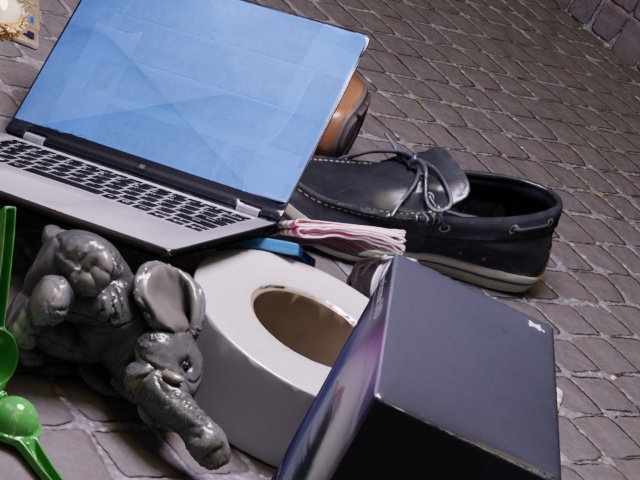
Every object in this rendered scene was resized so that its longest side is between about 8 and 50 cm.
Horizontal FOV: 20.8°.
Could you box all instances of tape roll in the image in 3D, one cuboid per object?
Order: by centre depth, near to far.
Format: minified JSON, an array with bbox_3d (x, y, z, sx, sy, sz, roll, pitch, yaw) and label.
[{"bbox_3d":[-0.028,0.130,1.880,0.286,0.100,0.286,23,24,-11],"label":"tape roll"}]

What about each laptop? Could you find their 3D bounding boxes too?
[{"bbox_3d":[-0.214,-0.165,1.976,0.382,0.236,0.408,18,14,21],"label":"laptop"}]

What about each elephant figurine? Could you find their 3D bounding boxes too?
[{"bbox_3d":[-0.186,0.102,1.734,0.239,0.186,0.169,32,-23,-17],"label":"elephant figurine"}]

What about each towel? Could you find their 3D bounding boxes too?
[{"bbox_3d":[0.000,0.000,2.068,0.144,0.029,0.197,7,-6,-22],"label":"towel"}]

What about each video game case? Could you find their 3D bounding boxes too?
[{"bbox_3d":[-0.074,0.010,2.047,0.119,0.015,0.166,9,-6,8],"label":"video game case"}]

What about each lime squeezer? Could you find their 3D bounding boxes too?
[{"bbox_3d":[-0.274,0.133,1.607,0.059,0.110,0.310,13,55,-61],"label":"lime squeezer"}]

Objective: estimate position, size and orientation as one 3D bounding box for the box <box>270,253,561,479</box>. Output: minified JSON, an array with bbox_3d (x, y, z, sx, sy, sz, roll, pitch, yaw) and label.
[{"bbox_3d":[0.069,0.216,1.565,0.182,0.294,0.296,26,23,-6],"label":"box"}]

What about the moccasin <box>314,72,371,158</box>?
[{"bbox_3d":[-0.013,-0.221,2.569,0.147,0.139,0.380,21,24,-14],"label":"moccasin"}]

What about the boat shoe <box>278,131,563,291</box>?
[{"bbox_3d":[0.121,-0.056,2.366,0.500,0.156,0.187,13,29,-29],"label":"boat shoe"}]

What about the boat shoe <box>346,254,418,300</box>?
[{"bbox_3d":[0.070,0.063,2.097,0.084,0.095,0.258,16,-7,7],"label":"boat shoe"}]

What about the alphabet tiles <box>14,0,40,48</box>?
[{"bbox_3d":[-0.552,-0.362,2.419,0.342,0.011,0.285,20,25,-20],"label":"alphabet tiles"}]

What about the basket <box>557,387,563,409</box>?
[{"bbox_3d":[0.175,0.196,1.961,0.167,0.113,0.103,28,27,-2],"label":"basket"}]

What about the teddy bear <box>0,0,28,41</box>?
[{"bbox_3d":[-0.507,-0.268,2.052,0.338,0.113,0.245,7,30,11],"label":"teddy bear"}]
